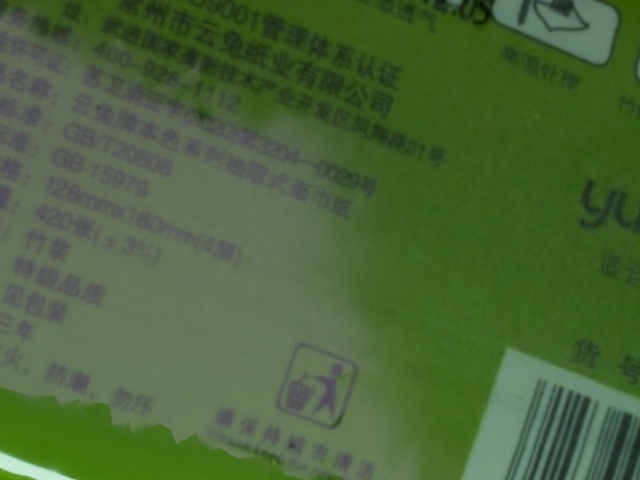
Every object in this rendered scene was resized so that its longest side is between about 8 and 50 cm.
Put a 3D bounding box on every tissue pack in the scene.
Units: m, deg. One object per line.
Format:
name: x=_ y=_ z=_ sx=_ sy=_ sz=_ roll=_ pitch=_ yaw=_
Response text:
tissue pack: x=0.000 y=0.000 z=0.529 sx=0.275 sy=0.167 sz=0.200 roll=22 pitch=76 yaw=-11
